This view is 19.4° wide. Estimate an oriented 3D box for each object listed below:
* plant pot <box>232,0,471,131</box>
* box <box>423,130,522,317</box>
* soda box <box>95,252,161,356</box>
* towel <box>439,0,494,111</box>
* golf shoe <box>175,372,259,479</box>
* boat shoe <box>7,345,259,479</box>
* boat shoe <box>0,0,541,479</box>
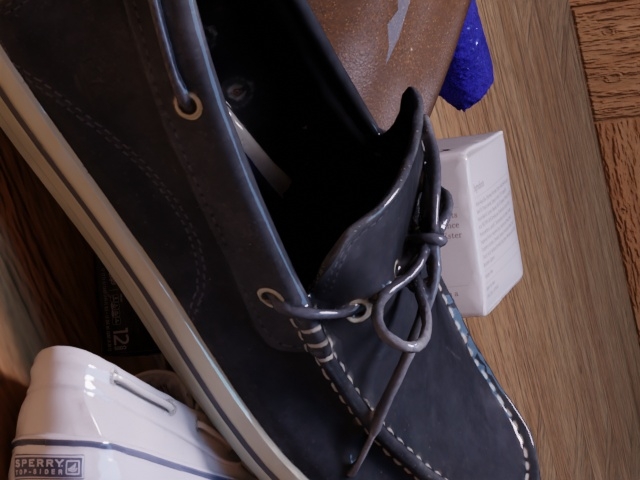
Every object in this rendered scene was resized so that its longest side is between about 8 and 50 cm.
[{"bbox_3d":[-0.022,-0.084,1.198,0.215,0.215,0.230,23,77,-72],"label":"plant pot"},{"bbox_3d":[0.043,-0.008,1.384,0.182,0.181,0.119,-30,113,-73],"label":"box"},{"bbox_3d":[-0.099,-0.017,1.104,0.053,0.060,0.168,7,77,-72],"label":"soda box"},{"bbox_3d":[0.045,-0.270,1.470,0.227,0.076,0.308,-110,177,-47],"label":"towel"},{"bbox_3d":[-0.054,0.081,1.213,0.086,0.067,0.186,42,17,-21],"label":"golf shoe"},{"bbox_3d":[-0.086,0.114,1.037,0.258,0.095,0.084,43,47,-68],"label":"boat shoe"},{"bbox_3d":[0.000,0.000,1.021,0.500,0.156,0.186,54,32,-26],"label":"boat shoe"}]
